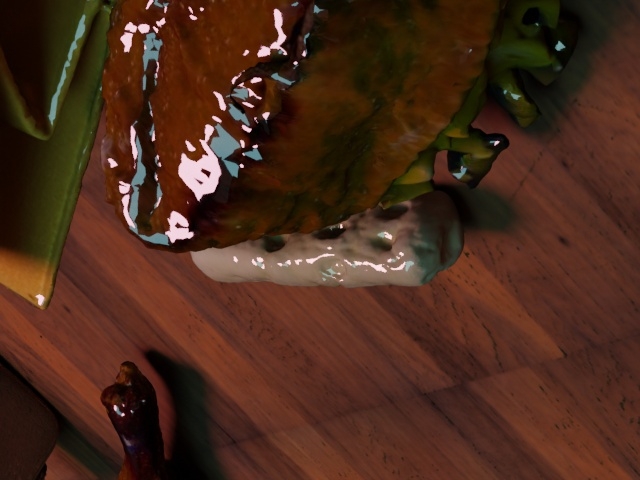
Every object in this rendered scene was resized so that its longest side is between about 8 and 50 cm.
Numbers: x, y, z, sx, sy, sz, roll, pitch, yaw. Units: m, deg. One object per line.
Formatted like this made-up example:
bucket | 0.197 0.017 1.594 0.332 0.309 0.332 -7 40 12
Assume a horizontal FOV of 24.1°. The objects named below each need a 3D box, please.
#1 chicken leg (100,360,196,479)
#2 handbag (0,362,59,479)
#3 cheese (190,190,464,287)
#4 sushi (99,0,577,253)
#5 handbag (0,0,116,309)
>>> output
chicken leg | -0.112 0.260 1.301 0.158 0.096 0.407 3 133 36
handbag | -0.329 0.205 1.338 0.151 0.193 0.072 43 147 -19
cheese | 0.000 0.000 0.915 0.194 0.065 0.043 1 126 42
sushi | -0.003 -0.090 0.746 0.167 0.179 0.296 51 134 21
handbag | -0.297 -0.143 0.869 0.401 0.133 0.283 37 135 18
